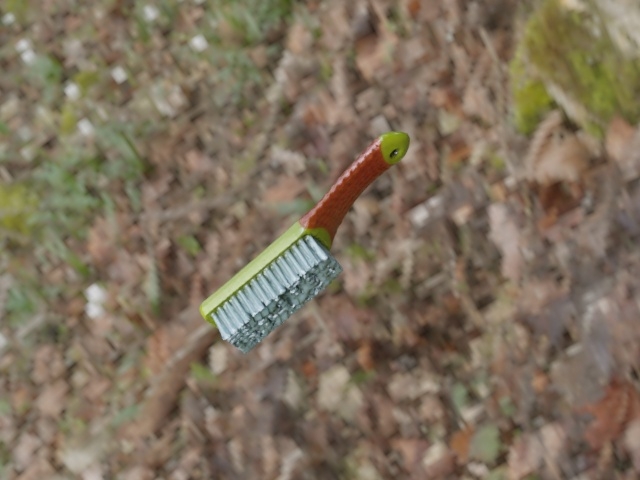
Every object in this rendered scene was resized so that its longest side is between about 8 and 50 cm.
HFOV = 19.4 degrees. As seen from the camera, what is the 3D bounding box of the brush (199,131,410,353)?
[{"bbox_3d":[0.000,0.000,0.567,0.083,0.019,0.021,-45,55,2],"label":"brush"}]
